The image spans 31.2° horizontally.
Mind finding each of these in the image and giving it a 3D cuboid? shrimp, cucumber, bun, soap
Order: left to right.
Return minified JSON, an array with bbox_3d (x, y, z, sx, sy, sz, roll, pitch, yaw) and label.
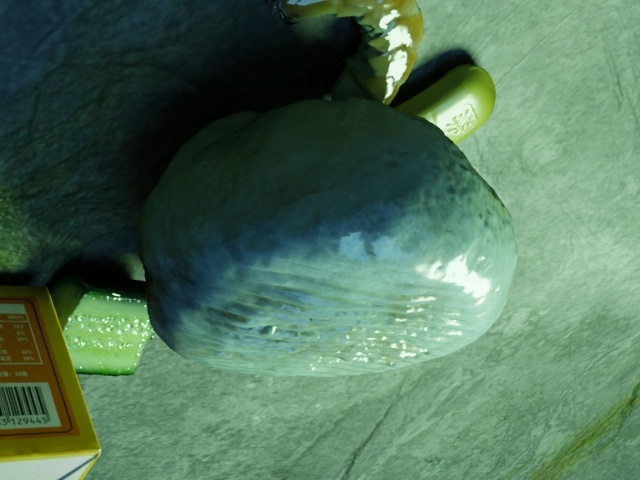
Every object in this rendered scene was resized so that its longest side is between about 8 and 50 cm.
[{"bbox_3d":[-0.223,0.078,1.159,0.115,0.062,0.116,6,126,-42],"label":"cucumber"},{"bbox_3d":[0.000,0.000,1.052,0.362,0.211,0.362,-5,154,-2],"label":"bun"},{"bbox_3d":[0.013,-0.169,1.022,0.166,0.049,0.161,2,132,-35],"label":"shrimp"},{"bbox_3d":[0.115,-0.122,1.154,0.140,0.045,0.089,-32,142,5],"label":"soap"}]

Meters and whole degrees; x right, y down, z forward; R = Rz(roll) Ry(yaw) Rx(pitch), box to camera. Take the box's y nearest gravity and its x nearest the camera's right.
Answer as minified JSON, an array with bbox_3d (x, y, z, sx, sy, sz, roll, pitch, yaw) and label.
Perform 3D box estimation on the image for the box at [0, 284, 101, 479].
[{"bbox_3d":[-0.398,0.185,1.041,0.283,0.214,0.259,5,137,-38],"label":"box"}]
